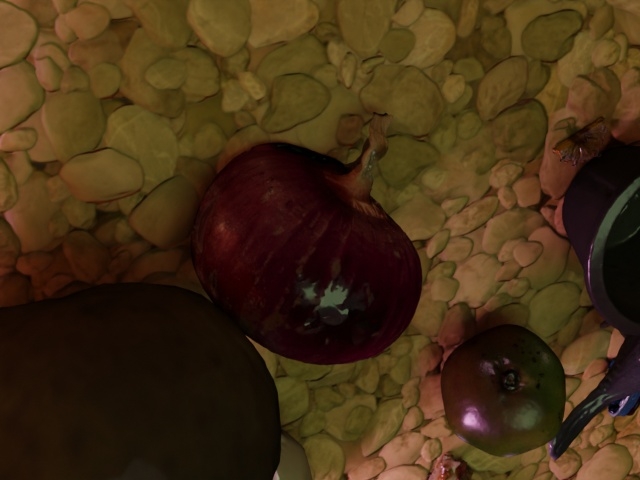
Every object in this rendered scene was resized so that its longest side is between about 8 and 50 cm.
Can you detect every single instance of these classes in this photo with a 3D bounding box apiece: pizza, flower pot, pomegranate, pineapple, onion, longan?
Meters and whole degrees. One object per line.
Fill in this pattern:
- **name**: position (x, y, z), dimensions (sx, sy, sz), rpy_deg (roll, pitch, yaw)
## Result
- **pizza**: position (0.186, 0.407, 1.874), dimensions (0.201, 0.053, 0.193), rpy_deg (-20, 123, -13)
- **flower pot**: position (0.426, -0.024, 1.681), dimensions (0.269, 0.166, 0.269), rpy_deg (-11, 118, -21)
- **pomegranate**: position (0.250, 0.215, 1.745), dimensions (0.180, 0.180, 0.210), rpy_deg (-27, 155, -9)
- **pineapple**: position (0.347, -0.124, 1.679), dimensions (0.083, 0.019, 0.045), rpy_deg (-32, 122, -9)
- **onion**: position (-0.013, 0.028, 1.478), dimensions (0.256, 0.230, 0.273), rpy_deg (-5, 126, -21)
- **longan**: position (-0.259, 0.245, 1.360), dimensions (0.435, 0.404, 0.404), rpy_deg (-8, 122, 6)

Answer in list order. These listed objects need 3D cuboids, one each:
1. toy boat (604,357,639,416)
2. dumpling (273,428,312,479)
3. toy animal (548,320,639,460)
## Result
- **toy boat**: position (0.455, 0.198, 1.880), dimensions (0.060, 0.060, 0.137), rpy_deg (18, 116, -5)
- **dumpling**: position (-0.106, 0.323, 1.657), dimensions (0.193, 0.147, 0.258), rpy_deg (-10, 132, 17)
- **toy animal**: position (0.448, 0.140, 1.761), dimensions (0.367, 0.206, 0.081), rpy_deg (-30, 133, 13)
